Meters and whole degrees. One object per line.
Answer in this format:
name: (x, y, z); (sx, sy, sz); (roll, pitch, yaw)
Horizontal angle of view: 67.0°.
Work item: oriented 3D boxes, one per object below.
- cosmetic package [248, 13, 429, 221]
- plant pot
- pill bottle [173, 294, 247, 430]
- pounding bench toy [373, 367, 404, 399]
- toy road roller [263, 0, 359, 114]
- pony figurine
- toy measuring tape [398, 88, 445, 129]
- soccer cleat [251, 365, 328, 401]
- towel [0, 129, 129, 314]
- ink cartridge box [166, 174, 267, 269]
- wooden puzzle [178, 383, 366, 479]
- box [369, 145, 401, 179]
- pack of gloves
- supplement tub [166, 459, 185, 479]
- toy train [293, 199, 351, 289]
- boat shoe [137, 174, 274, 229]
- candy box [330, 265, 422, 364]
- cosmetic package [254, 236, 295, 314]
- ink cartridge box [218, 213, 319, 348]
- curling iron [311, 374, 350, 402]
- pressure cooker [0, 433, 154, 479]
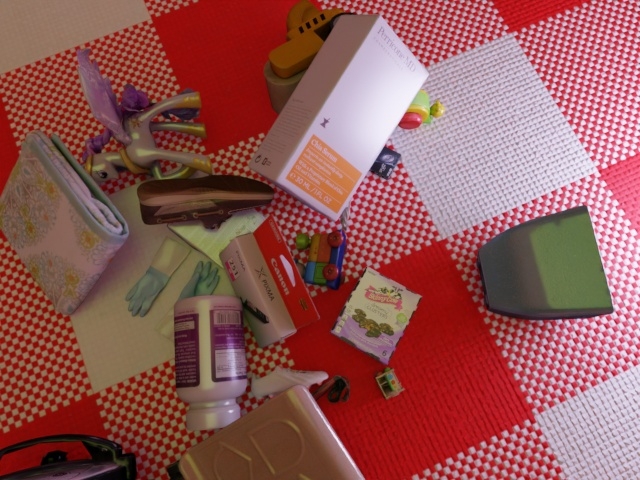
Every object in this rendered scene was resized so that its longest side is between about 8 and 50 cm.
cosmetic package: (0.047, -0.305, 1.225); (0.161, 0.230, 0.453); (33, 92, 51)
plant pot: (0.524, 0.079, 1.191); (0.252, 0.248, 0.247); (-10, 76, 14)
pill bottle: (-0.265, 0.293, 1.171); (0.169, 0.169, 0.302); (-5, 76, -1)
pounding bench toy: (0.169, 0.351, 1.197); (0.052, 0.083, 0.065); (-26, 78, -6)
toy road roller: (-0.042, -0.527, 1.368); (0.329, 0.202, 0.240); (-36, 66, -13)
pony figurine: (-0.493, -0.297, 1.286); (0.363, 0.303, 0.351); (-9, 89, -10)
toy measuring tape: (0.189, -0.378, 1.366); (0.330, 0.121, 0.121); (1, 76, 1)
soccer cleat: (-0.080, 0.346, 1.211); (0.196, 0.068, 0.076); (-13, 73, 0)
towel: (-0.668, -0.046, 1.227); (0.374, 0.090, 0.320); (50, 119, 12)
ink cartridge box: (-0.270, -0.038, 1.326); (0.232, 0.066, 0.189); (40, 78, -12)
wooden puzzle: (-0.094, 0.529, 1.071); (0.347, 0.080, 0.322); (-35, 85, 10)
box: (0.182, -0.222, 1.375); (0.067, 0.018, 0.083); (29, 78, 8)
pack of gloves: (-0.395, 0.126, 1.277); (0.195, 0.046, 0.232); (29, 78, 6)
supplement tub: (-0.290, 0.607, 1.124); (0.106, 0.106, 0.198); (-24, 77, -6)
toy train: (0.000, 0.000, 1.286); (0.143, 0.105, 0.248); (5, 75, 15)
boat shoe: (-0.290, -0.091, 1.253); (0.342, 0.123, 0.123); (-6, 31, -21)
candy box: (0.142, 0.192, 1.244); (0.164, 0.070, 0.196); (28, 78, 7)
cosmetic package: (-0.113, 0.094, 1.245); (0.060, 0.099, 0.239); (-19, 76, -35)
ink cartridge box: (-0.134, 0.107, 1.177); (0.060, 0.239, 0.275); (-19, 79, -35)
curling iron: (-0.039, 0.430, 1.203); (0.274, 0.035, 0.068); (-32, 78, -8)
pressure cooker: (-0.571, 0.625, 0.990); (0.375, 0.370, 0.421); (-16, 73, 27)
